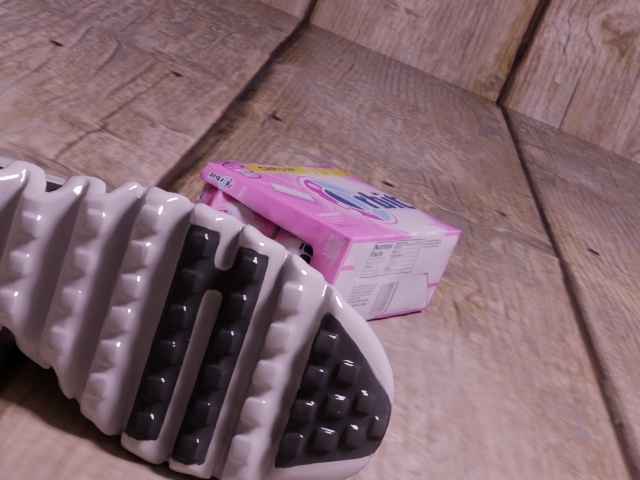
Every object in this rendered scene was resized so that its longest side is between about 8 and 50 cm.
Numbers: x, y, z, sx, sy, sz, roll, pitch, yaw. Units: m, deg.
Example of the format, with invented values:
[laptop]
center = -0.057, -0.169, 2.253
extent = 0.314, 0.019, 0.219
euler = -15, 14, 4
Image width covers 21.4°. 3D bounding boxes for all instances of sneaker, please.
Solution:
[sneaker]
center = -0.103, 0.017, 0.742
extent = 0.292, 0.110, 0.118
euler = 24, 3, 2

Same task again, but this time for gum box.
[gum box]
center = 0.000, 0.000, 1.073
extent = 0.107, 0.062, 0.188
euler = 28, 13, 22
